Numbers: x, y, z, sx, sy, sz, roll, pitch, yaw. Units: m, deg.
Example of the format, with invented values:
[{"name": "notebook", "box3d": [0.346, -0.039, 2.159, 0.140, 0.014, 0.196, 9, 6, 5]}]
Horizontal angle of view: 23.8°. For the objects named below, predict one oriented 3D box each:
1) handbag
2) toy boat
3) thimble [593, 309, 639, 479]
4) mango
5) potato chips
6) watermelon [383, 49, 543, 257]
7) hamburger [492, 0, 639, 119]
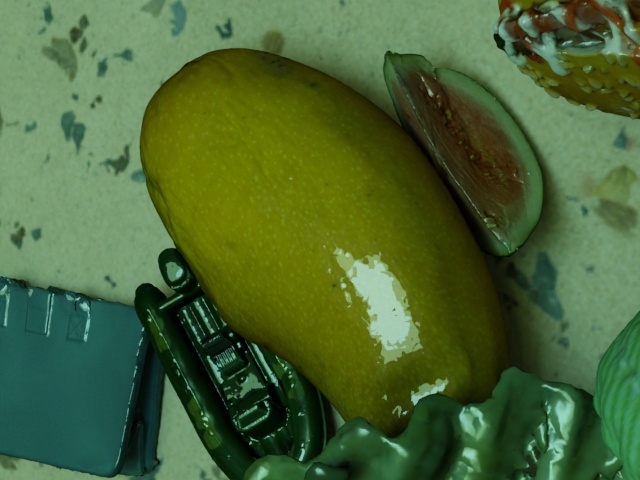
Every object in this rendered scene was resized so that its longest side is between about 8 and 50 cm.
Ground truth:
[{"name": "handbag", "box3d": [-0.229, 0.107, 1.237, 0.221, 0.057, 0.144, 10, 92, 29]}, {"name": "toy boat", "box3d": [-0.063, 0.096, 1.140, 0.104, 0.052, 0.210, -30, 76, 10]}, {"name": "thimble", "box3d": [0.271, 0.101, 0.869, 0.219, 0.219, 0.150, 46, 110, 20]}, {"name": "mango", "box3d": [0.003, -0.002, 1.043, 0.359, 0.144, 0.187, 42, 111, 28]}, {"name": "potato chips", "box3d": [0.077, 0.262, 0.976, 0.373, 0.097, 0.389, 31, 118, -7]}, {"name": "watermelon", "box3d": [0.107, -0.061, 1.035, 0.069, 0.087, 0.163, -29, 76, -6]}, {"name": "hamburger", "box3d": [0.245, -0.135, 0.868, 0.295, 0.227, 0.151, -3, 69, 30]}]
